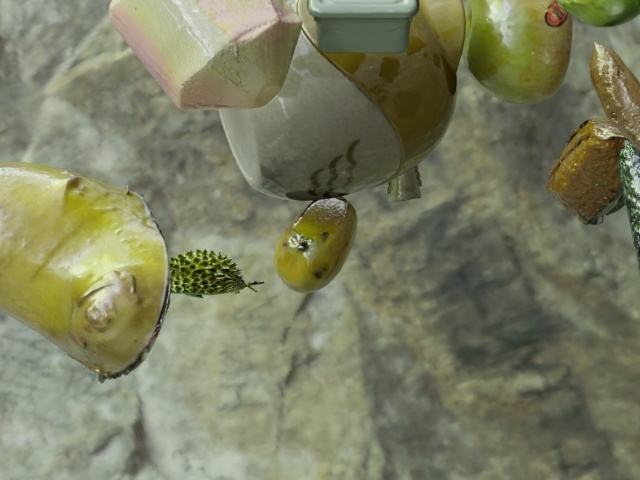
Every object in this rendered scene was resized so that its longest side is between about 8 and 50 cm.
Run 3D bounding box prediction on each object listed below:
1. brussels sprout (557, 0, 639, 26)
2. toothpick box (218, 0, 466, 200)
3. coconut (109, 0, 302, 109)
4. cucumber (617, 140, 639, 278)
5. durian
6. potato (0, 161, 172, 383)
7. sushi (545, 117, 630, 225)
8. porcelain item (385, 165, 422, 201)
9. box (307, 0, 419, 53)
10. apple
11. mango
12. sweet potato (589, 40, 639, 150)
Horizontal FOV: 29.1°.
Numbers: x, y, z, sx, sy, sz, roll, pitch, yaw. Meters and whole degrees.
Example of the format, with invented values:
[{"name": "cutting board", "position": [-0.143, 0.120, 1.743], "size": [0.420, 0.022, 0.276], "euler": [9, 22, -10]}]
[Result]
[{"name": "brussels sprout", "position": [0.420, -0.377, 1.804], "size": [0.117, 0.155, 0.155], "euler": [39, -141, -49]}, {"name": "toothpick box", "position": [0.037, -0.292, 2.250], "size": [0.409, 0.426, 0.408], "euler": [164, 90, -77]}, {"name": "coconut", "position": [-0.147, -0.295, 1.738], "size": [0.245, 0.233, 0.233], "euler": [48, -149, 1]}, {"name": "cucumber", "position": [0.469, -0.026, 1.753], "size": [0.067, 0.067, 0.245], "euler": [20, -123, -50]}, {"name": "durian", "position": [-0.208, 0.068, 2.224], "size": [0.100, 0.215, 0.086], "euler": [100, 170, -69]}, {"name": "potato", "position": [-0.436, 0.036, 1.884], "size": [0.296, 0.290, 0.397], "euler": [16, -151, -29]}, {"name": "sushi", "position": [0.466, -0.129, 1.975], "size": [0.140, 0.287, 0.149], "euler": [27, -123, 0]}, {"name": "porcelain item", "position": [0.170, -0.191, 2.605], "size": [0.084, 0.054, 0.213], "euler": [-14, -76, -29]}, {"name": "box", "position": [0.066, -0.351, 1.914], "size": [0.124, 0.172, 0.092], "euler": [-85, -5, -47]}, {"name": "apple", "position": [0.366, -0.380, 2.314], "size": [0.261, 0.194, 0.260], "euler": [-177, 90, -86]}, {"name": "mango", "position": [0.000, 0.000, 2.388], "size": [0.130, 0.167, 0.262], "euler": [27, -137, 8]}, {"name": "sweet potato", "position": [0.395, -0.169, 1.577], "size": [0.068, 0.060, 0.205], "euler": [-4, -121, -59]}]
